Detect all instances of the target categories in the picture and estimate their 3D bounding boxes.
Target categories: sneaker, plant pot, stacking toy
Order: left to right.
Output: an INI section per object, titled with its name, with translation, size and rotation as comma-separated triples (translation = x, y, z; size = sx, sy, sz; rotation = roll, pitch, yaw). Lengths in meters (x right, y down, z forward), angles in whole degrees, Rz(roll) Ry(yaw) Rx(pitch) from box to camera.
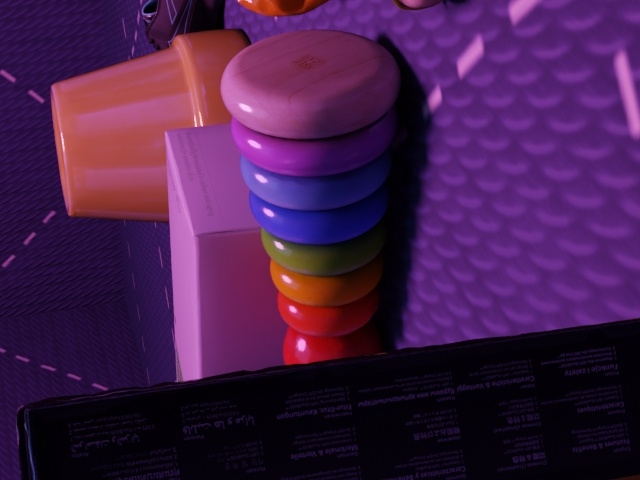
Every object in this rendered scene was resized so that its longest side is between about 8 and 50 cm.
[plant pot]
translation = -0.202, -0.123, 1.595
size = 0.254, 0.239, 0.254
rotation = 171, 90, -77
[sneaker]
translation = -0.184, -0.275, 1.721
size = 0.101, 0.106, 0.267
rotation = -118, 23, -52
[stacking toy]
translation = 0.000, 0.000, 1.082
size = 0.141, 0.141, 0.330
rotation = -117, 19, -54

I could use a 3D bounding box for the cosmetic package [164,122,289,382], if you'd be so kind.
[cosmetic package]
translation = -0.068, 0.079, 1.338
size = 0.197, 0.155, 0.366
rotation = -112, 18, -53

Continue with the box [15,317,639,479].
[box]
translation = 0.020, 0.093, 0.626
size = 0.257, 0.322, 0.079
rotation = 156, 107, -75

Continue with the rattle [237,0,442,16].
[rattle]
translation = 0.027, -0.228, 0.821
size = 0.200, 0.142, 0.130
rotation = 109, 170, -74
